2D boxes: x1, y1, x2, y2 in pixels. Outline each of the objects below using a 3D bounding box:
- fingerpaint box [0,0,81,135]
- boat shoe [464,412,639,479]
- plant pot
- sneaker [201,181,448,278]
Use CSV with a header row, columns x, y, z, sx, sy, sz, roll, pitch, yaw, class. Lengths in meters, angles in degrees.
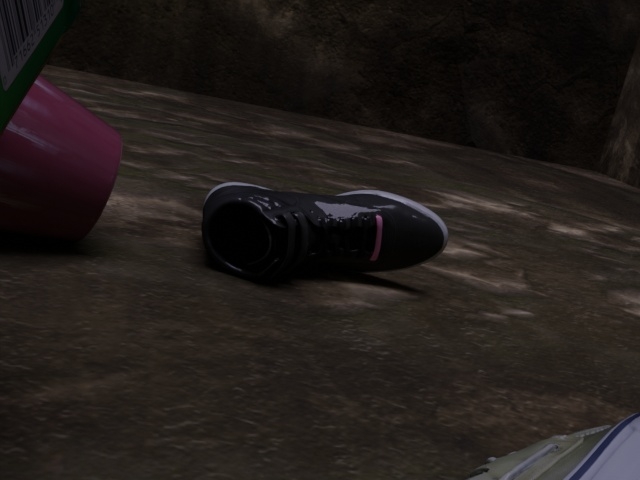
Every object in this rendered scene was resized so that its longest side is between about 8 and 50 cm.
x,y,z,sx,sy,sz,roll,pitch,yaw,class
-0.347,-0.070,0.305,0.370,0.163,0.445,8,45,2,fingerpaint box
0.119,0.153,0.438,0.094,0.109,0.302,22,20,37,boat shoe
-0.311,-0.087,0.818,0.180,0.201,0.201,23,8,-31,plant pot
0.000,0.000,0.913,0.295,0.105,0.147,8,17,2,sneaker
